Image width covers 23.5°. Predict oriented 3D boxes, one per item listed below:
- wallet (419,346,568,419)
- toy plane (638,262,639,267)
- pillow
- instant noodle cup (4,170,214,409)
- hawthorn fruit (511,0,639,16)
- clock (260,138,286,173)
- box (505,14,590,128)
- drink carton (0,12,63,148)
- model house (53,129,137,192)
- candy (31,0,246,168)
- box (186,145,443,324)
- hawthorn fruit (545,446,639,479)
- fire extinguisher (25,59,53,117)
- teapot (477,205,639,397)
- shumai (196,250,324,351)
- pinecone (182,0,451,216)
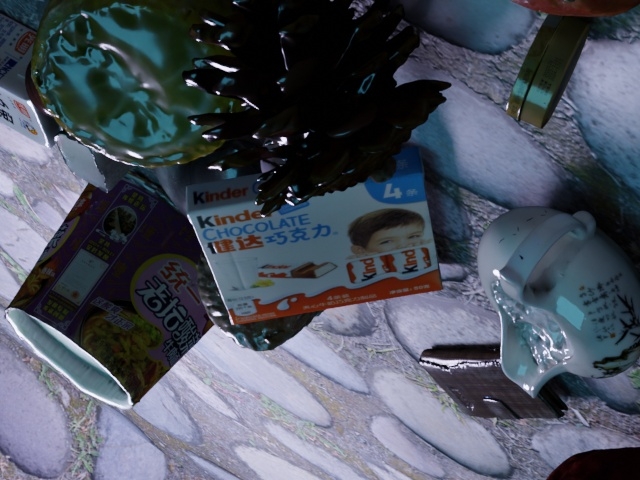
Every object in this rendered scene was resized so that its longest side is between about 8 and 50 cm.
[{"bbox_3d":[0.230,0.191,2.075,0.124,0.042,0.230,47,156,-16],"label":"wallet"},{"bbox_3d":[0.393,0.072,1.567,0.162,0.065,0.171,26,154,55],"label":"toy plane"},{"bbox_3d":[-0.125,-0.065,2.013,0.250,0.106,0.186,8,143,54],"label":"pillow"},{"bbox_3d":[-0.318,0.084,2.396,0.340,0.266,0.340,32,158,15],"label":"instant noodle cup"},{"bbox_3d":[0.171,-0.203,1.065,0.165,0.285,0.165,12,124,18],"label":"hawthorn fruit"},{"bbox_3d":[-0.029,-0.063,1.856,0.080,0.117,0.176,24,154,29],"label":"clock"},{"bbox_3d":[0.200,-0.151,1.349,0.037,0.105,0.105,25,157,9],"label":"box"},{"bbox_3d":[-0.483,-0.262,2.169,0.315,0.106,0.130,28,158,18],"label":"drink carton"},{"bbox_3d":[-0.304,-0.143,2.141,0.088,0.100,0.100,30,155,26],"label":"model house"},{"bbox_3d":[-0.201,-0.200,1.743,0.260,0.118,0.260,7,134,8],"label":"candy"},{"bbox_3d":[0.000,0.000,1.822,0.273,0.048,0.265,-10,146,5],"label":"box"},{"bbox_3d":[0.405,0.357,1.920,0.266,0.230,0.210,-25,72,54],"label":"hawthorn fruit"},{"bbox_3d":[-0.265,-0.229,1.922,0.344,0.102,0.138,-1,105,57],"label":"fire extinguisher"},{"bbox_3d":[0.242,0.054,1.615,0.208,0.166,0.299,52,178,30],"label":"teapot"},{"bbox_3d":[-0.067,0.077,2.159,0.206,0.166,0.175,60,-173,35],"label":"shumai"},{"bbox_3d":[-0.018,-0.158,1.494,0.264,0.264,0.264,31,158,14],"label":"pinecone"}]
